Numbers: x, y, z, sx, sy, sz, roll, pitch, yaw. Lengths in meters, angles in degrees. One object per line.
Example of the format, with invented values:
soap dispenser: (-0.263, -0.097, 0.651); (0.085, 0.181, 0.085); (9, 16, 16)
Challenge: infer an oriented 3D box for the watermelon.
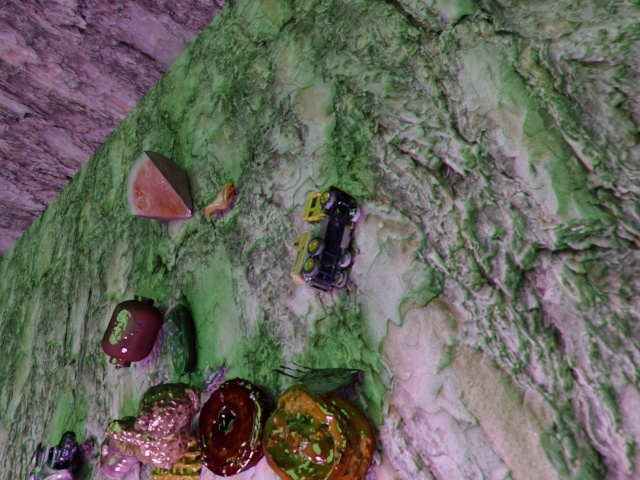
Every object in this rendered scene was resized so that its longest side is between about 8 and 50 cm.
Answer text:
watermelon: (-0.669, -0.204, 1.741); (0.292, 0.250, 0.283); (28, 92, 48)

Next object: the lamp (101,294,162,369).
lamp: (-0.665, 0.318, 1.492); (0.180, 0.180, 0.258); (1, 66, 41)

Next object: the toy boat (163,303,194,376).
toy boat: (-0.458, 0.320, 1.376); (0.078, 0.085, 0.261); (-39, 47, 17)

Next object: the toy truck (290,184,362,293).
toy truck: (0.000, 0.000, 1.135); (0.157, 0.124, 0.272); (-5, 67, 51)

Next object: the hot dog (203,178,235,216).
hot dog: (-0.361, -0.143, 1.563); (0.061, 0.078, 0.169); (39, 97, 6)

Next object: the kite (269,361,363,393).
kite: (-0.023, 0.310, 0.992); (0.245, 0.141, 0.015); (-8, 90, 47)

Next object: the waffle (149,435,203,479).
waffle: (-0.404, 0.634, 1.178); (0.194, 0.051, 0.149); (-47, 47, 11)

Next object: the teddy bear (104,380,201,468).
teddy bear: (-0.441, 0.465, 1.132); (0.296, 0.246, 0.223); (4, 94, 54)

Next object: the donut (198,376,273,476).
donut: (-0.208, 0.465, 1.074); (0.235, 0.089, 0.235); (-21, 55, 33)

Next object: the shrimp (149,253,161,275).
shrimp: (-0.664, 0.100, 1.721); (0.038, 0.029, 0.093); (4, 75, 33)

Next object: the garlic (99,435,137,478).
garlic: (-0.628, 0.657, 1.324); (0.159, 0.102, 0.147); (-44, 47, 14)

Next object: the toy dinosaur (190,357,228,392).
toy dinosaur: (-0.324, 0.397, 1.246); (0.209, 0.039, 0.082); (-43, 48, 29)

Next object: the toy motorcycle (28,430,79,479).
toy motorcycle: (-0.943, 0.812, 1.486); (0.327, 0.143, 0.188); (-43, 46, 25)

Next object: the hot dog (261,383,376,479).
hot dog: (-0.022, 0.417, 0.919); (0.272, 0.122, 0.196); (11, 68, 42)
